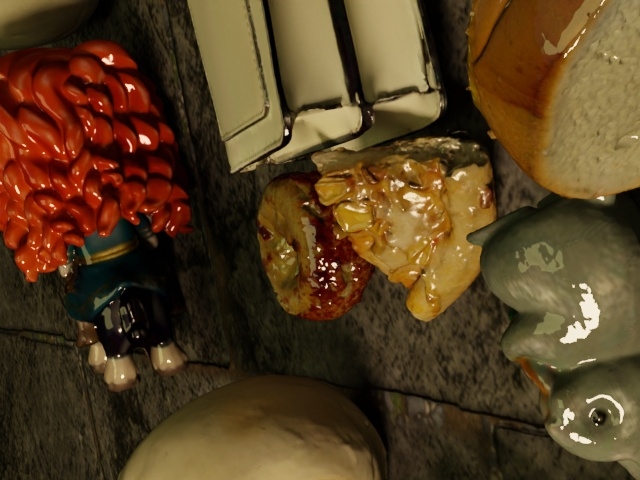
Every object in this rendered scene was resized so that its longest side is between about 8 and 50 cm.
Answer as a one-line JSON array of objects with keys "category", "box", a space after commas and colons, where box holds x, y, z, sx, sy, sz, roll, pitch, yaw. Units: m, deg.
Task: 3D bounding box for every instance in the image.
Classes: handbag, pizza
[{"category": "handbag", "box": [-0.031, -0.244, 1.129, 0.236, 0.160, 0.359, 168, 89, -68]}, {"category": "pizza", "box": [0.061, -0.023, 1.084, 0.161, 0.062, 0.182, 31, 141, -1]}]

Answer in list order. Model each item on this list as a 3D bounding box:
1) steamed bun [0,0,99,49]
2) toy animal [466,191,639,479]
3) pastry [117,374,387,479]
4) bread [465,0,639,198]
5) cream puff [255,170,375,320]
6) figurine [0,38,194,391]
[{"category": "steamed bun", "box": [-0.400, -0.392, 1.667, 0.312, 0.233, 0.334, 23, 123, 58]}, {"category": "toy animal", "box": [0.183, 0.076, 0.919, 0.138, 0.108, 0.236, -36, 71, 60]}, {"category": "pastry", "box": [-0.065, 0.231, 1.283, 0.133, 0.264, 0.265, 56, 146, 35]}, {"category": "bread", "box": [0.180, -0.117, 0.708, 0.070, 0.236, 0.236, 57, 147, 30]}, {"category": "cream puff", "box": [0.000, 0.000, 1.254, 0.149, 0.084, 0.149, 36, 131, 56]}, {"category": "figurine", "box": [-0.258, -0.023, 1.619, 0.306, 0.241, 0.412, -99, -3, -48]}]
